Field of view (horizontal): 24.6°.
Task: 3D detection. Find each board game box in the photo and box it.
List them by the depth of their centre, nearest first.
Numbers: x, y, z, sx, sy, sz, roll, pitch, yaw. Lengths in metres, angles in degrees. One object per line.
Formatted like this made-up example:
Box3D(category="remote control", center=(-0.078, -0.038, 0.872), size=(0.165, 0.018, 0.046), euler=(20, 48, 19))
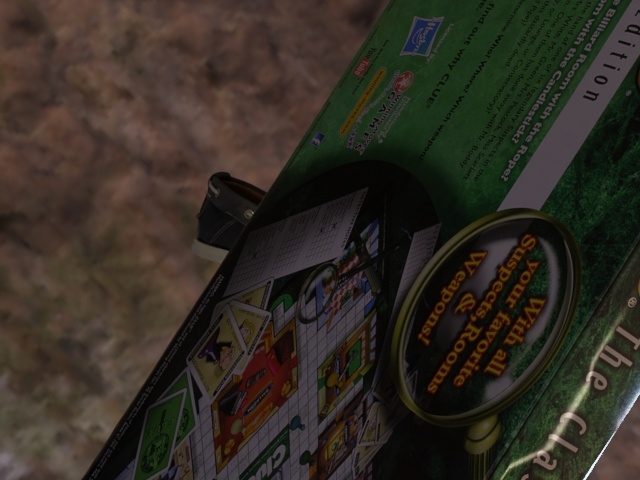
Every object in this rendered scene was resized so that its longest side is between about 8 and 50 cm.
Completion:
Box3D(category="board game box", center=(0.026, 0.009, 0.359), size=(0.030, 0.260, 0.136), euler=(33, 1, -33))

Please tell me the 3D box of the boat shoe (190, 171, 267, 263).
Box3D(category="boat shoe", center=(0.000, 0.000, 1.210), size=(0.233, 0.079, 0.084), euler=(15, 2, 26))
